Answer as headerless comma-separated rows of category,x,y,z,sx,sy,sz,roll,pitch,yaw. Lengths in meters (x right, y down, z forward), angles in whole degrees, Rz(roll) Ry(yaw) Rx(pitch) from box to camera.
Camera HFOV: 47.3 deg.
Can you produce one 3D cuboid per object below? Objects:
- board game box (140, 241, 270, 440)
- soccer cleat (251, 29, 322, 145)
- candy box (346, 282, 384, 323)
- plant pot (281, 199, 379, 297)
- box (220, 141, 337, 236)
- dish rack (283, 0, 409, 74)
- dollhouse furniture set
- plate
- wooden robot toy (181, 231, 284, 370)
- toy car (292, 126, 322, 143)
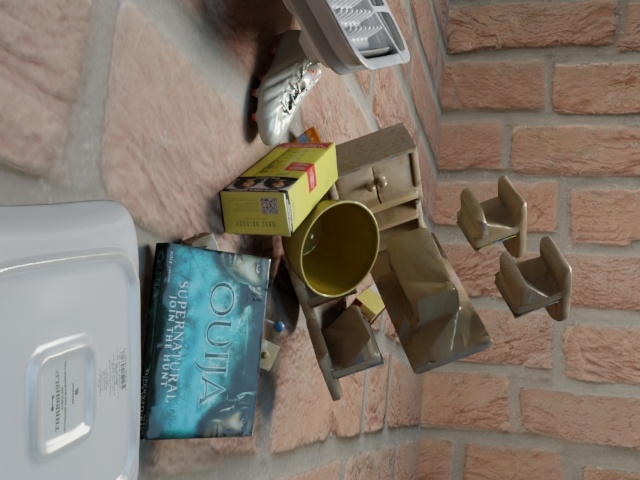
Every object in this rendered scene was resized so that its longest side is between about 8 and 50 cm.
board game box,-0.114,0.102,0.729,0.126,0.026,0.186,10,83,-39
soccer cleat,-0.039,-0.211,0.976,0.068,0.076,0.196,68,29,-54
candy box,0.075,0.145,1.378,0.109,0.053,0.186,-53,170,15
plant pot,0.000,0.000,1.007,0.134,0.095,0.134,-14,114,-34
box,-0.046,-0.073,0.957,0.232,0.087,0.058,-51,141,-62
dish rack,0.003,-0.344,0.970,0.286,0.072,0.333,62,22,-7
dollhouse furniture set,0.140,0.047,1.176,0.256,0.362,0.394,72,-3,-50
plate,-0.199,0.111,0.526,0.278,0.045,0.278,-14,105,-74
wooden robot toy,-0.113,0.070,0.807,0.076,0.079,0.173,-43,115,-24
toy car,-0.036,-0.180,1.100,0.040,0.060,0.122,-23,102,-24
